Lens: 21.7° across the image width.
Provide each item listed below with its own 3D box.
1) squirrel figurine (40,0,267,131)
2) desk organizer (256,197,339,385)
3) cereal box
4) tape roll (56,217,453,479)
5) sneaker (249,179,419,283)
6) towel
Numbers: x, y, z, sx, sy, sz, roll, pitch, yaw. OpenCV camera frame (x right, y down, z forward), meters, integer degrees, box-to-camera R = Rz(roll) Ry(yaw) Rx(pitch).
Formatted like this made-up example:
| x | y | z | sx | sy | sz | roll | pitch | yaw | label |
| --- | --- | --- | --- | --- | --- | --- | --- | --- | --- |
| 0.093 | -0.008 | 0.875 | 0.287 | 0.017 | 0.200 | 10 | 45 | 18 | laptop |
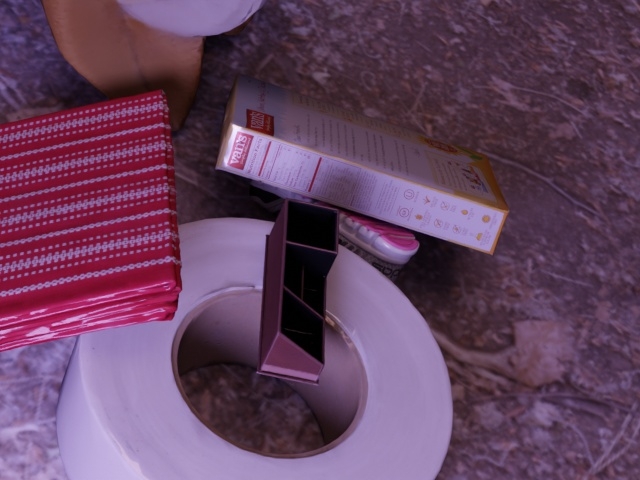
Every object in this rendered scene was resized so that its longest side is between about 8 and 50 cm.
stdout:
| x | y | z | sx | sy | sz | roll | pitch | yaw | label |
| --- | --- | --- | --- | --- | --- | --- | --- | --- | --- |
| -0.159 | -0.355 | 1.440 | 0.397 | 0.281 | 0.370 | 31 | 35 | -28 | squirrel figurine |
| -0.015 | 0.035 | 1.222 | 0.047 | 0.050 | 0.130 | 12 | 49 | -12 | desk organizer |
| 0.033 | -0.067 | 1.417 | 0.240 | 0.047 | 0.173 | 17 | 18 | -6 | cereal box |
| -0.048 | 0.121 | 1.240 | 0.286 | 0.100 | 0.286 | 11 | 49 | -13 | tape roll |
| 0.000 | 0.000 | 1.387 | 0.170 | 0.075 | 0.063 | 28 | 17 | 30 | sneaker |
| -0.203 | -0.015 | 1.251 | 0.198 | 0.031 | 0.275 | -12 | 36 | 1 | towel |
